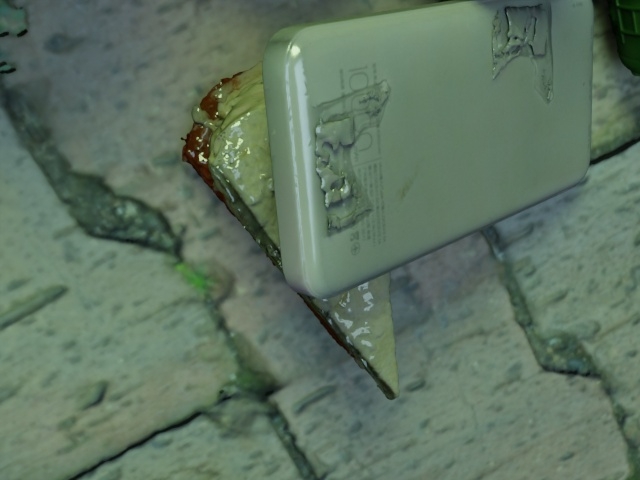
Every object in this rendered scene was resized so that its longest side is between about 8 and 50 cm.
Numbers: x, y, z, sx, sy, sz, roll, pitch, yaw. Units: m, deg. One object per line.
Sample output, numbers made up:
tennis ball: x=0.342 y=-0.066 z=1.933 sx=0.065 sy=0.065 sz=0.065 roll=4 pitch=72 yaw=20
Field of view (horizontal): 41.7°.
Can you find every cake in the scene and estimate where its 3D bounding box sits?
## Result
cake: x=-0.019 y=0.001 z=0.530 sx=0.117 sy=0.086 sz=0.220 roll=-9 pitch=109 yaw=-16

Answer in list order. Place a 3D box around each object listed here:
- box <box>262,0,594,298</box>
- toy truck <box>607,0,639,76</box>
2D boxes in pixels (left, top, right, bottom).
box: x=0.083 y=-0.071 z=0.505 sx=0.285 sy=0.044 sz=0.142 roll=-21 pitch=113 yaw=-40
toy truck: x=0.232 y=-0.226 z=0.525 sx=0.125 sy=0.101 sz=0.242 roll=-14 pitch=120 yaw=12
